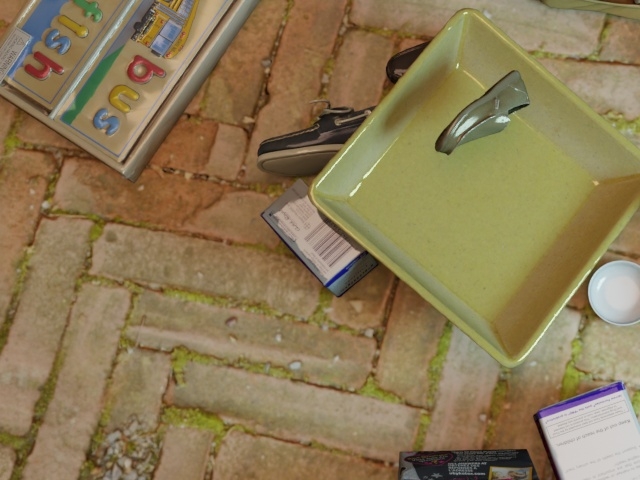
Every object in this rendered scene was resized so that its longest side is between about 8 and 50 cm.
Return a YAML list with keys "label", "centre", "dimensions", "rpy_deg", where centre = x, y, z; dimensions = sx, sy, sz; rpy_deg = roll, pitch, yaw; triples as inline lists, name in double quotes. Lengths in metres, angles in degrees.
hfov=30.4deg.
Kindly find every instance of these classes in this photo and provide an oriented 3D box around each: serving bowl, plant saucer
- label: "serving bowl"
  centre: [0.380, 0.068, 1.489]
  dimensions: [0.083, 0.027, 0.083]
  rpy_deg: [-2, 79, 8]
- label: "plant saucer"
  centre: [0.199, -0.063, 1.466]
  dimensions: [0.333, 0.081, 0.333]
  rpy_deg: [40, 75, -2]

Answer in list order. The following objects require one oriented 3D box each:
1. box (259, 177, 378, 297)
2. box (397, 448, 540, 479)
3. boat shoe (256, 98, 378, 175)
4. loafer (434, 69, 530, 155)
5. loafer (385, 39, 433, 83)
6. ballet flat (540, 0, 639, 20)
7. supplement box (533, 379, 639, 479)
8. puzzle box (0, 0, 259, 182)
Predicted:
- label: "box"
  centre: [0.000, 0.000, 1.496]
  dimensions: [0.072, 0.137, 0.126]
  rpy_deg: [-42, 77, 1]
- label: "box"
  centre: [0.169, 0.379, 1.363]
  dimensions: [0.163, 0.142, 0.247]
  rpy_deg: [-1, 95, 3]
- label: "boat shoe"
  centre: [0.038, -0.144, 1.541]
  dimensions: [0.254, 0.095, 0.079]
  rpy_deg: [-11, 78, 3]
- label: "loafer"
  centre: [0.198, -0.147, 1.410]
  dimensions: [0.148, 0.056, 0.050]
  rpy_deg: [-41, 87, -16]
- label: "loafer"
  centre: [0.169, -0.246, 1.562]
  dimensions: [0.170, 0.061, 0.062]
  rpy_deg: [-12, 79, 6]
- label: "ballet flat"
  centre: [0.399, -0.333, 1.543]
  dimensions: [0.232, 0.073, 0.080]
  rpy_deg: [2, 80, 7]
- label: "supplement box"
  centre: [0.345, 0.292, 1.407]
  dimensions: [0.114, 0.111, 0.220]
  rpy_deg: [-21, 77, 3]
- label: "puzzle box"
  centre: [-0.257, -0.317, 1.637]
  dimensions: [0.272, 0.052, 0.409]
  rpy_deg: [32, 84, 11]
